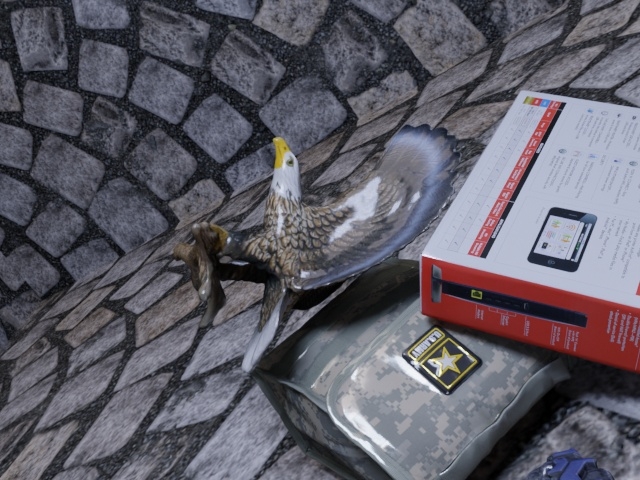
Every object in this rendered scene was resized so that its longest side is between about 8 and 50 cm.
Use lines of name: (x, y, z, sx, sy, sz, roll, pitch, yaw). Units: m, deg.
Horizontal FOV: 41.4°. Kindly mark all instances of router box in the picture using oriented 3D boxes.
router box: (0.300, -0.020, 0.862, 0.301, 0.082, 0.335, 15, 43, 24)

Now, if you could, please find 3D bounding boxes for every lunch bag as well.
lunch bag: (0.098, 0.147, 0.905, 0.235, 0.168, 0.287, -39, 24, -22)

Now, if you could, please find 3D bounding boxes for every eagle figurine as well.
eagle figurine: (0.000, -0.011, 0.936, 0.298, 0.225, 0.226, -9, 35, -18)

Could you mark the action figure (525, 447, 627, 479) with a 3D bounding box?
action figure: (0.167, 0.266, 0.589, 0.330, 0.178, 0.341, -24, -7, 13)
